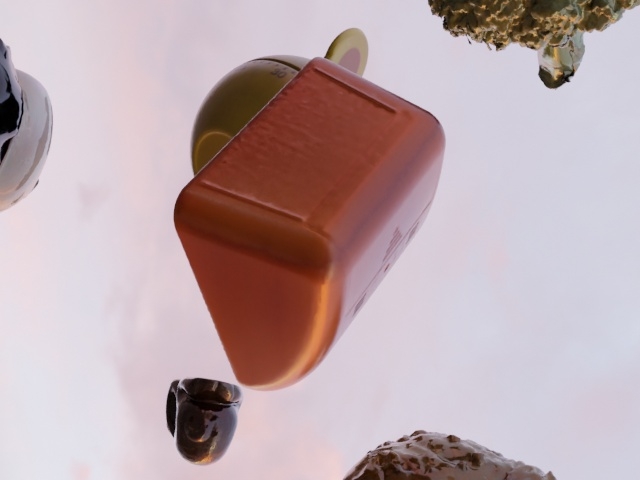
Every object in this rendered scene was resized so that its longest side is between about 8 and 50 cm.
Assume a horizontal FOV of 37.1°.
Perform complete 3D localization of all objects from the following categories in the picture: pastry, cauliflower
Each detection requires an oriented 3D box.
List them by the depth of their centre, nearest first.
[{"bbox_3d":[0.148,0.356,1.115,0.162,0.310,0.255,147,-34,-86],"label":"pastry"},{"bbox_3d":[0.284,-0.350,1.216,0.327,0.281,0.260,33,-76,27],"label":"cauliflower"}]

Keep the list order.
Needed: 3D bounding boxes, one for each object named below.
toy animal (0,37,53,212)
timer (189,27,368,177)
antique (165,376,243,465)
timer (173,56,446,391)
[{"bbox_3d":[-0.284,-0.089,0.693,0.179,0.165,0.138,63,41,-81],"label":"toy animal"},{"bbox_3d":[-0.036,-0.178,1.728,0.376,0.387,0.376,22,-54,34],"label":"timer"},{"bbox_3d":[-0.205,0.315,1.658,0.257,0.121,0.144,155,-54,-72],"label":"antique"},{"bbox_3d":[0.000,0.000,0.941,0.161,0.257,0.250,25,-37,19],"label":"timer"}]
